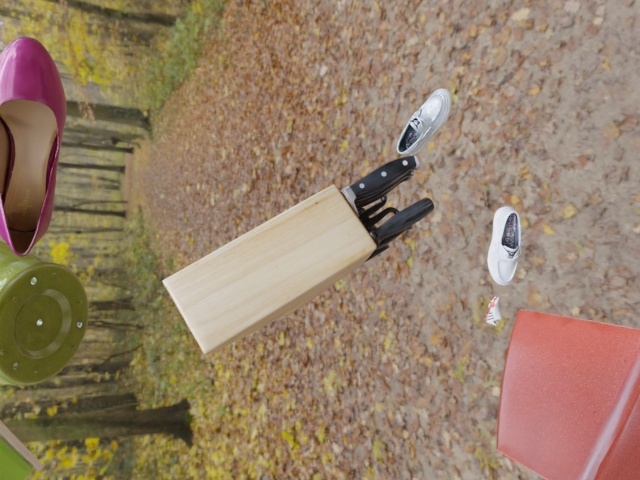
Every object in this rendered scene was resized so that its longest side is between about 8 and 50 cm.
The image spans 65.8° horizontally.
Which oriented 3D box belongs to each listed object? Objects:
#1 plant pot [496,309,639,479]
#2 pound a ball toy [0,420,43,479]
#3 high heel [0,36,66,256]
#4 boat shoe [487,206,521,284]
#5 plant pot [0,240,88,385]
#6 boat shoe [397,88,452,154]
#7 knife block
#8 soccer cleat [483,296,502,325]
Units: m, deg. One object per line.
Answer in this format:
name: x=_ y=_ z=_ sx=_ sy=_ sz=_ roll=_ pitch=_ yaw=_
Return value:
plant pot: x=0.436 y=0.286 z=0.766 sx=0.235 sy=0.267 sz=0.267 roll=-59 pitch=14 yaw=-11
pound a ball toy: x=-0.529 y=0.319 z=0.644 sx=0.319 sy=0.136 sz=0.208 roll=99 pitch=-166 yaw=-49
high heel: x=-0.523 y=-0.157 z=0.893 sx=0.181 sy=0.127 sz=0.377 roll=58 pitch=139 yaw=39
boat shoe: x=0.427 y=0.017 z=1.126 sx=0.063 sy=0.066 sz=0.184 roll=-83 pitch=-2 yaw=-79
plant pot: x=-0.693 y=0.149 z=1.005 sx=0.366 sy=0.353 sz=0.366 roll=5 pitch=-90 yaw=-72
boat shoe: x=0.292 y=-0.330 z=1.416 sx=0.079 sy=0.081 sz=0.227 roll=53 pitch=140 yaw=21
knife block: x=0.000 y=0.000 z=0.553 sx=0.242 sy=0.276 sz=0.088 roll=-40 pitch=78 yaw=29
soccer cleat: x=0.401 y=0.161 z=1.132 sx=0.036 sy=0.029 sz=0.083 roll=29 pitch=136 yaw=26
